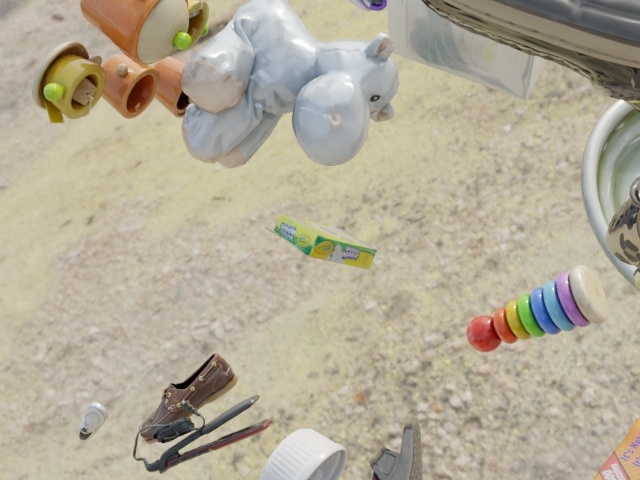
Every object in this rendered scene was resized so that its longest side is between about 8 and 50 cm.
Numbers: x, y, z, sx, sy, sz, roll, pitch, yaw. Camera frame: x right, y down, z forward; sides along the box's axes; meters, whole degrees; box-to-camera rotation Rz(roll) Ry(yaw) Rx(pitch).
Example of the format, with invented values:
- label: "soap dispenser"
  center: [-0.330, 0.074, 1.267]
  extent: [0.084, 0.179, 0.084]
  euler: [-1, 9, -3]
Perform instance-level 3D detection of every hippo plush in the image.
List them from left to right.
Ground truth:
- label: "hippo plush"
  center: [-0.021, -0.193, 1.099]
  extent: [0.236, 0.234, 0.294]
  euler: [21, 61, 10]

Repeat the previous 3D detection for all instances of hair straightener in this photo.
- label: "hair straightener"
  center: [-0.187, 0.277, 1.244]
  extent: [0.230, 0.089, 0.047]
  euler: [-25, 0, 17]

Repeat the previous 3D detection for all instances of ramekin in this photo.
- label: "ramekin"
  center: [-0.045, 0.523, 1.884]
  extent: [0.109, 0.207, 0.207]
  euler: [32, 66, 26]

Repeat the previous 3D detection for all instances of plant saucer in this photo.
- label: "plant saucer"
  center: [0.566, -0.045, 1.261]
  extent: [0.400, 0.400, 0.100]
  euler: [-48, -8, -24]

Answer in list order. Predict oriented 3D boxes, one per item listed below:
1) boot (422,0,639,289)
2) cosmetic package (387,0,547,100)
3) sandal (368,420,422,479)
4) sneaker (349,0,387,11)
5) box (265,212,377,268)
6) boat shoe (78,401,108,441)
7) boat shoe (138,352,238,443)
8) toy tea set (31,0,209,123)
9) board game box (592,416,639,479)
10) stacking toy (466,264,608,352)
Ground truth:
- label: "boot"
  center: [0.232, -0.070, 0.532]
  extent: [0.377, 0.284, 0.138]
  euler: [16, 63, 14]
- label: "cosmetic package"
  center: [0.218, -0.341, 1.151]
  extent: [0.225, 0.224, 0.138]
  euler: [23, 67, 18]
- label: "sandal"
  center: [0.138, 0.489, 1.666]
  extent: [0.107, 0.167, 0.446]
  euler: [-1, 13, 14]
- label: "sneaker"
  center: [0.131, -0.408, 1.386]
  extent: [0.102, 0.282, 0.161]
  euler: [-48, 29, 44]
- label: "box"
  center: [0.000, 0.000, 1.422]
  extent: [0.105, 0.179, 0.043]
  euler: [32, 105, 42]
- label: "boat shoe"
  center: [-0.371, 0.295, 1.346]
  extent: [0.100, 0.035, 0.035]
  euler: [-52, 2, 47]
- label: "boat shoe"
  center: [-0.253, 0.286, 1.534]
  extent: [0.207, 0.073, 0.073]
  euler: [-38, 23, -7]
- label: "toy tea set"
  center: [-0.189, -0.217, 1.020]
  extent: [0.200, 0.124, 0.336]
  euler: [-60, -11, 17]
- label: "board game box"
  center: [0.698, 0.457, 1.313]
  extent: [0.356, 0.356, 0.356]
  euler: [3, 28, 46]
- label: "stacking toy"
  center: [0.492, 0.179, 1.954]
  extent: [0.330, 0.141, 0.141]
  euler: [-28, 30, 32]
